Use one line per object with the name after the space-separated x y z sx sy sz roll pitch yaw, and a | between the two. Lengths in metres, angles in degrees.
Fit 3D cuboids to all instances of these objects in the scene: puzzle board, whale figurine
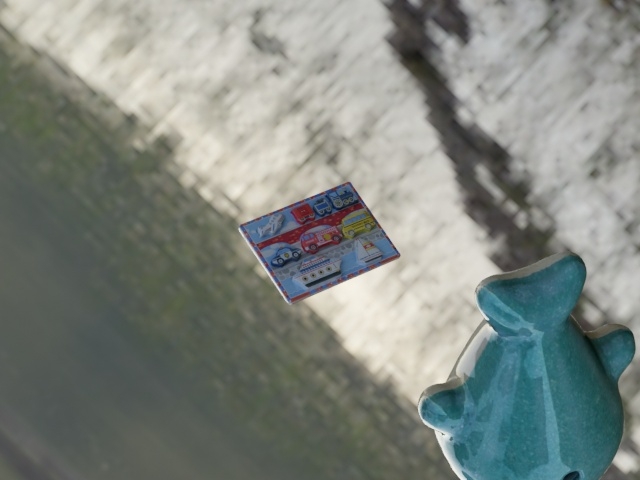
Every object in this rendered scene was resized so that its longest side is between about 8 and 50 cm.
0.000 0.000 1.823 0.096 0.128 0.011 55 152 24 | puzzle board
0.197 0.135 1.725 0.272 0.216 0.141 88 160 -46 | whale figurine
